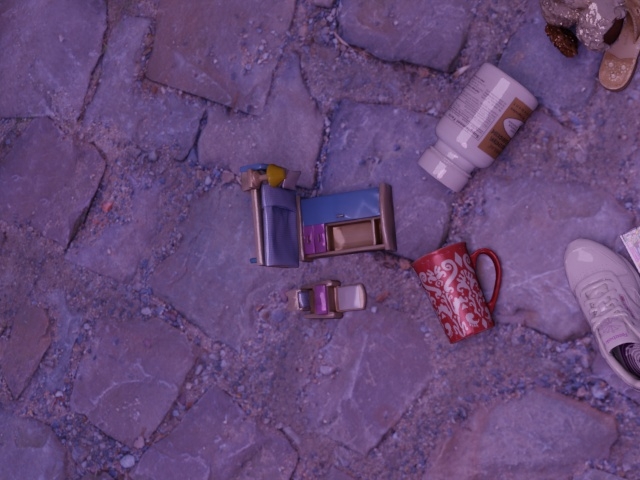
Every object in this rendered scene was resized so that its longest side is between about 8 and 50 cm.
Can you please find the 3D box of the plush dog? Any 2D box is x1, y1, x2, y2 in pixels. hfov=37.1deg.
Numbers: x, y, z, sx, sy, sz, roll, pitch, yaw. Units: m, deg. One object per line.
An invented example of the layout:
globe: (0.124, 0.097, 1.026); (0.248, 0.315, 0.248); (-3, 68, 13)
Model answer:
plush dog: (0.454, -0.461, 1.710); (0.211, 0.225, 0.262); (21, 83, 6)

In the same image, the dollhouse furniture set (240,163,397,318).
dollhouse furniture set: (0.000, 0.000, 1.820); (0.198, 0.303, 0.286); (-8, 81, 24)

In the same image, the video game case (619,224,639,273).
video game case: (0.610, 0.001, 1.705); (0.122, 0.011, 0.087); (-29, 73, 19)

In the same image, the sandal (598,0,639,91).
sandal: (0.554, -0.395, 1.735); (0.088, 0.079, 0.240); (12, 89, 25)

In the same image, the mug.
mug: (0.270, 0.094, 1.796); (0.150, 0.113, 0.169); (-26, 78, 22)

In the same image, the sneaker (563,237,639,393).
sneaker: (0.516, 0.125, 1.657); (0.114, 0.152, 0.305); (-33, 71, 20)

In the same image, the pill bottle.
pill bottle: (0.292, -0.209, 1.805); (0.131, 0.131, 0.229); (42, 102, 22)
